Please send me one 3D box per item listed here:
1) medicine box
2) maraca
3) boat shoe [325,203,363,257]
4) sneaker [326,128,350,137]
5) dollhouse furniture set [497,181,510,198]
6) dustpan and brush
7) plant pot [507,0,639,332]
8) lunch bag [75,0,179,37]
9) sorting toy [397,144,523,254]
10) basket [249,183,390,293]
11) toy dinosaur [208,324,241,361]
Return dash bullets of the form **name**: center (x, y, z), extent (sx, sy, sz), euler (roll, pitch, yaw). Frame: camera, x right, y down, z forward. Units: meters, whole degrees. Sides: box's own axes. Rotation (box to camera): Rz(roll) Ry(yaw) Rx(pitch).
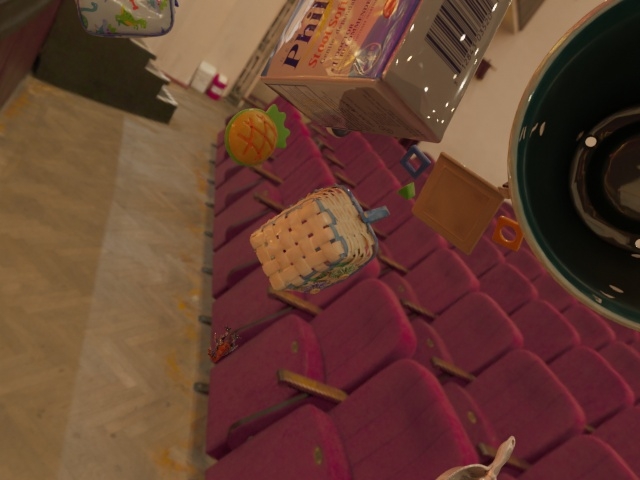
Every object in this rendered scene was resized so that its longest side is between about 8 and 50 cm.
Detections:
- **medicine box**: center (0.088, -0.303, 0.762), extent (0.149, 0.264, 0.289), euler (29, -4, -39)
- **maraca**: center (-0.143, -0.243, 1.216), extent (0.099, 0.127, 0.185), euler (15, 35, 43)
- **boat shoe**: center (0.093, -0.009, 1.616), extent (0.104, 0.110, 0.307), euler (49, -10, 25)
- **sneaker**: center (0.146, -0.391, 1.284), extent (0.148, 0.350, 0.131), euler (39, 11, 35)
- **dollhouse furniture set**: center (0.327, -0.116, 0.777), extent (0.081, 0.114, 0.091), euler (65, -13, -21)
- **dustpan and brush**: center (0.269, 0.414, 0.895), extent (0.147, 0.060, 0.211), euler (54, 53, -12)
- **plant pot**: center (0.324, -0.068, 0.487), extent (0.271, 0.272, 0.255), euler (42, 18, 15)
- **lunch bag**: center (-0.347, -0.474, 0.935), extent (0.176, 0.219, 0.090), euler (-8, 28, -18)
- **sorting toy**: center (0.324, -0.087, 1.243), extent (0.347, 0.196, 0.047), euler (41, 44, 24)
- **basket**: center (0.000, 0.000, 1.150), extent (0.201, 0.254, 0.289), euler (61, 27, 1)
- **toy dinosaur**: center (-0.181, 0.192, 0.950), extent (0.047, 0.082, 0.090), euler (35, 17, 2)
